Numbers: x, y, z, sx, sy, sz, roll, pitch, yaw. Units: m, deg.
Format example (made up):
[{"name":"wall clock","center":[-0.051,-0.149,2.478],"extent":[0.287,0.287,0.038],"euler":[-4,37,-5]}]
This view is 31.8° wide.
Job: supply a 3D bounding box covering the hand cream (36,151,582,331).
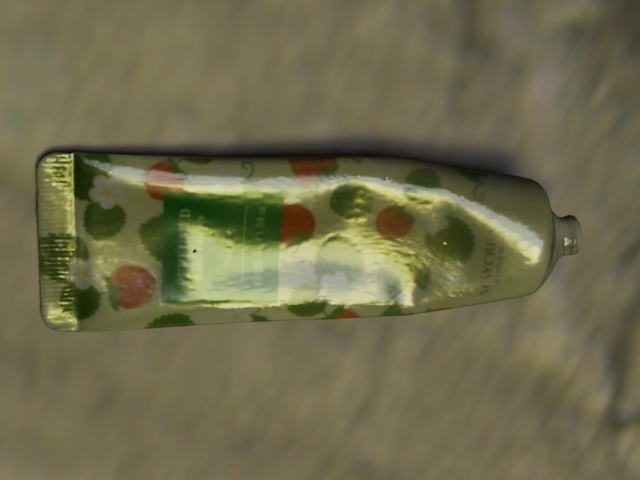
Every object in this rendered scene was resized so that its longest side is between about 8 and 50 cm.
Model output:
[{"name":"hand cream","center":[0.000,0.000,0.338],"extent":[0.165,0.037,0.057],"euler":[-1,114,-14]}]
